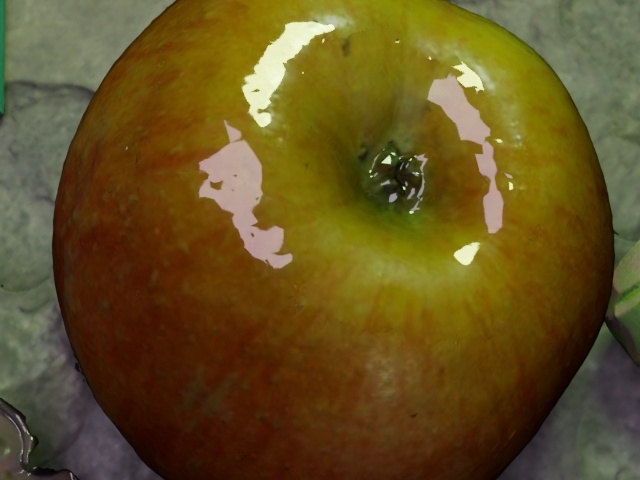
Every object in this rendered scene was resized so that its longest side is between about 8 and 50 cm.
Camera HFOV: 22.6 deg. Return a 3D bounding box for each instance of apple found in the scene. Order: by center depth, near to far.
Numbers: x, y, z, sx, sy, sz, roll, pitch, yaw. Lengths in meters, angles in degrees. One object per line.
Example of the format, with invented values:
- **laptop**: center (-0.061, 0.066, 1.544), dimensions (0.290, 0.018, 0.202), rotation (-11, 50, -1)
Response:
- **apple**: center (0.000, 0.000, 0.808), dimensions (0.302, 0.301, 0.301), rotation (-3, 76, 14)

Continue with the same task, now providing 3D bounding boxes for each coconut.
- **coconut**: center (0.192, 0.036, 0.850), dimensions (0.083, 0.082, 0.081), rotation (5, 44, 7)

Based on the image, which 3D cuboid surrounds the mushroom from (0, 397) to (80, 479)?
- **mushroom**: center (-0.221, 0.180, 0.904), dimensions (0.117, 0.141, 0.188), rotation (-24, 62, 44)

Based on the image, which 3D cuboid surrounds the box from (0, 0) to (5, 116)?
- **box**: center (-0.317, -0.149, 1.046), dimensions (0.229, 0.041, 0.162), rotation (-6, 75, 13)
